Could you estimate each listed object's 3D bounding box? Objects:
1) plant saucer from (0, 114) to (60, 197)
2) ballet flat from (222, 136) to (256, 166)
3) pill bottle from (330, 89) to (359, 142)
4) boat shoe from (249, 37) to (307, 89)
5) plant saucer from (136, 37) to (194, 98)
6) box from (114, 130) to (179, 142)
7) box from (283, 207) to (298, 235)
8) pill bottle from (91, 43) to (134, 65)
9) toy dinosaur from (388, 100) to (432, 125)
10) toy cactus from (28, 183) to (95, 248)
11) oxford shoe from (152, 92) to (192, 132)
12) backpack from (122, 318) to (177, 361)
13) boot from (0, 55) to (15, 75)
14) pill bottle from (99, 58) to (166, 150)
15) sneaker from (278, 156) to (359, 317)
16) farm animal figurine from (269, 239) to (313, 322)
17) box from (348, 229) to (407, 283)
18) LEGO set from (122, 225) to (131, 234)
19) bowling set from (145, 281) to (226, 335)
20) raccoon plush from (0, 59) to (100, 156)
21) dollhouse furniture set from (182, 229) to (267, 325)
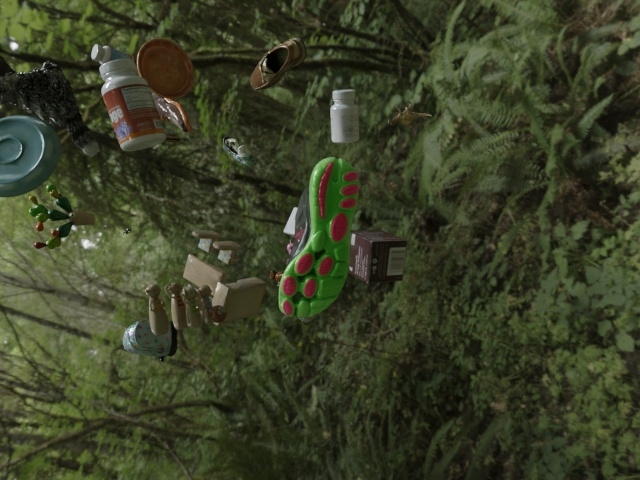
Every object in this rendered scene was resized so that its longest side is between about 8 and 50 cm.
[{"bbox_3d":[-1.065,-0.302,1.598,0.043,0.318,0.317,96,-170,-72],"label":"plant saucer"},{"bbox_3d":[-0.324,-0.356,1.832,0.070,0.188,0.070,-39,-32,-31],"label":"ballet flat"},{"bbox_3d":[0.112,-0.575,2.151,0.131,0.131,0.229,-100,7,-68],"label":"pill bottle"},{"bbox_3d":[-0.200,-0.731,1.929,0.324,0.122,0.120,-23,9,44],"label":"boat shoe"},{"bbox_3d":[-0.532,-0.584,1.592,0.037,0.200,0.199,-1,67,49],"label":"plant saucer"},{"bbox_3d":[-0.699,-0.425,1.875,0.164,0.201,0.021,-14,-61,-56],"label":"box"},{"bbox_3d":[-0.054,-0.051,1.628,0.087,0.101,0.102,14,79,58],"label":"box"},{"bbox_3d":[-0.920,-0.806,2.059,0.087,0.160,0.087,-6,81,41],"label":"pill bottle"},{"bbox_3d":[0.363,-0.527,1.935,0.053,0.183,0.092,99,159,-87],"label":"toy dinosaur"},{"bbox_3d":[-0.806,-0.066,1.449,0.112,0.181,0.219,-45,52,39],"label":"toy cactus"},{"bbox_3d":[-0.739,-0.608,2.259,0.133,0.364,0.130,-34,-37,-16],"label":"oxford shoe"},{"bbox_3d":[-0.611,0.347,1.676,0.115,0.182,0.151,-37,53,36],"label":"backpack"},{"bbox_3d":[-0.997,-0.489,1.243,0.229,0.091,0.263,-42,-19,-8],"label":"boot"},{"bbox_3d":[-0.501,-0.356,1.230,0.121,0.121,0.216,-164,56,-78],"label":"pill bottle"},{"bbox_3d":[0.000,0.000,1.368,0.202,0.185,0.482,-131,58,-81],"label":"sneaker"},{"bbox_3d":[-0.103,0.175,2.161,0.172,0.326,0.330,-27,18,39],"label":"farm animal figurine"},{"bbox_3d":[0.208,0.058,1.823,0.203,0.167,0.168,25,114,60],"label":"box"},{"bbox_3d":[-0.916,-0.041,2.213,0.054,0.023,0.083,-44,32,-1],"label":"LEGO set"},{"bbox_3d":[-0.390,0.193,1.462,0.287,0.200,0.154,14,-116,-79],"label":"bowling set"},{"bbox_3d":[-1.111,-0.503,1.813,0.299,0.446,0.216,-34,2,-33],"label":"raccoon plush"},{"bbox_3d":[-0.477,0.191,2.036,0.256,0.394,0.362,-4,-65,-60],"label":"dollhouse furniture set"}]
